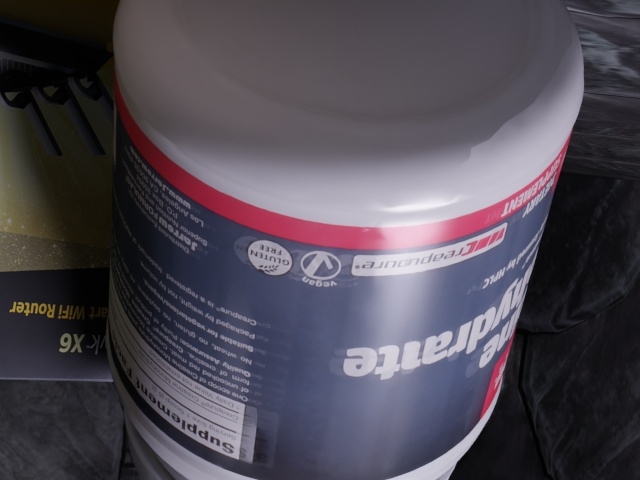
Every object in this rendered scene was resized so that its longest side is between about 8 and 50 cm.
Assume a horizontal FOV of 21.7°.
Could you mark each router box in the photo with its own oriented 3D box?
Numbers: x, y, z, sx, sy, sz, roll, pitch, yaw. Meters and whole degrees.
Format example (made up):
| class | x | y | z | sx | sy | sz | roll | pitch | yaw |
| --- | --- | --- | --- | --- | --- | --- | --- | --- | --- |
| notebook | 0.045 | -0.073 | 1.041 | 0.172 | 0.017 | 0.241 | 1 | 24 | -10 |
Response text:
| class | x | y | z | sx | sy | sz | roll | pitch | yaw |
| --- | --- | --- | --- | --- | --- | --- | --- | --- | --- |
| router box | -0.185 | -0.058 | 0.801 | 0.081 | 0.243 | 0.308 | 8 | -178 | 42 |

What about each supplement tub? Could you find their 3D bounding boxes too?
| class | x | y | z | sx | sy | sz | roll | pitch | yaw |
| --- | --- | --- | --- | --- | --- | --- | --- | --- | --- |
| supplement tub | 0.000 | 0.000 | 0.748 | 0.191 | 0.272 | 0.191 | 4 | -135 | -4 |
